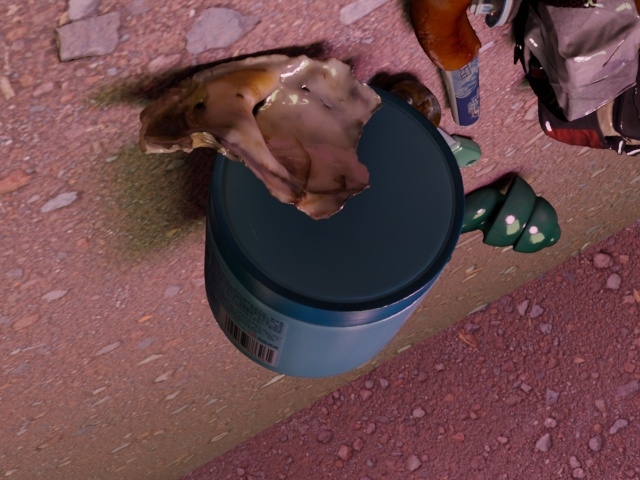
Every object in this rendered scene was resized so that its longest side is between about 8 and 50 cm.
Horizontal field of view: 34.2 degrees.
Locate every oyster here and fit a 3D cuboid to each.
[{"bbox_3d":[-0.057,-0.131,1.264,0.275,0.271,0.100,-58,-176,-40],"label":"oyster"}]

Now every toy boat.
[{"bbox_3d":[0.233,-0.324,1.396,0.066,0.059,0.140,0,167,1],"label":"toy boat"}]

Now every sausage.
[{"bbox_3d":[0.161,-0.298,1.293,0.102,0.076,0.302,-2,165,3],"label":"sausage"}]

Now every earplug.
[{"bbox_3d":[0.383,-0.024,2.296,0.164,0.280,0.258,-40,148,-73],"label":"earplug"}]

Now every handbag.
[{"bbox_3d":[0.504,-0.238,1.791,0.181,0.181,0.254,9,-173,38],"label":"handbag"}]

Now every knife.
[{"bbox_3d":[0.217,-0.173,1.848,0.063,0.035,0.260,-30,158,23],"label":"knife"}]

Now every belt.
[{"bbox_3d":[0.351,-0.286,1.482,0.164,0.184,0.289,-25,157,0],"label":"belt"}]

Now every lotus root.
[{"bbox_3d":[0.128,-0.183,1.558,0.113,0.088,0.192,-61,163,-2],"label":"lotus root"}]

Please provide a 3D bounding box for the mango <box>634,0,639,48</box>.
[{"bbox_3d":[0.576,-0.372,1.661,0.227,0.147,0.109,-26,139,5],"label":"mango"}]

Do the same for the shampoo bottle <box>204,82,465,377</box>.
[{"bbox_3d":[0.000,0.000,1.469,0.331,0.331,0.343,-24,163,-18],"label":"shampoo bottle"}]

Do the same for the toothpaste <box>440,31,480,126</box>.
[{"bbox_3d":[0.225,-0.240,1.639,0.069,0.047,0.268,-18,160,5],"label":"toothpaste"}]
